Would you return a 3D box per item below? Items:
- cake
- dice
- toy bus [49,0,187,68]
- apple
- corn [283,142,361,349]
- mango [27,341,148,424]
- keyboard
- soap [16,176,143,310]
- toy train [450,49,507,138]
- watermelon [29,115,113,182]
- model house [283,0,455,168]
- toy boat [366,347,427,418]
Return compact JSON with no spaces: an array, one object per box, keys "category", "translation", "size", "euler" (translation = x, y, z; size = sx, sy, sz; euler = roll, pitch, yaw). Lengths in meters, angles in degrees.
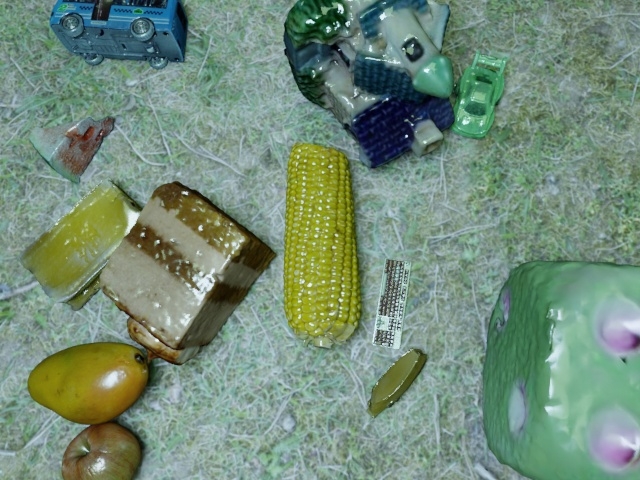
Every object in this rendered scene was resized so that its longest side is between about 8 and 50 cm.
[{"category":"cake","translation":[-0.245,0.069,0.950],"size":[0.199,0.196,0.293],"euler":[33,87,10]},{"category":"dice","translation":[0.441,0.203,0.819],"size":[0.323,0.318,0.330],"euler":[7,80,3]},{"category":"toy bus","translation":[-0.401,-0.438,1.092],"size":[0.247,0.113,0.134],"euler":[5,75,2]},{"category":"apple","translation":[-0.375,0.377,0.931],"size":[0.126,0.102,0.126],"euler":[-21,41,20]},{"category":"corn","translation":[0.000,0.000,0.973],"size":[0.144,0.144,0.387],"euler":[-2,81,2]},{"category":"mango","translation":[-0.414,0.251,0.945],"size":[0.254,0.113,0.138],"euler":[-10,74,21]},{"category":"keyboard","translation":[0.135,0.116,1.004],"size":[0.055,0.017,0.165],"euler":[9,79,5]},{"category":"soap","translation":[-0.437,0.006,1.026],"size":[0.135,0.076,0.233],"euler":[43,85,11]},{"category":"toy train","translation":[0.303,-0.277,1.041],"size":[0.099,0.081,0.149],"euler":[17,80,5]},{"category":"watermelon","translation":[-0.484,-0.184,1.059],"size":[0.158,0.098,0.121],"euler":[-15,79,-4]},{"category":"model house","translation":[0.113,-0.284,0.941],"size":[0.243,0.298,0.284],"euler":[-34,80,-4]},{"category":"toy boat","translation":[0.136,0.254,0.962],"size":[0.149,0.049,0.047],"euler":[-48,50,-4]}]
